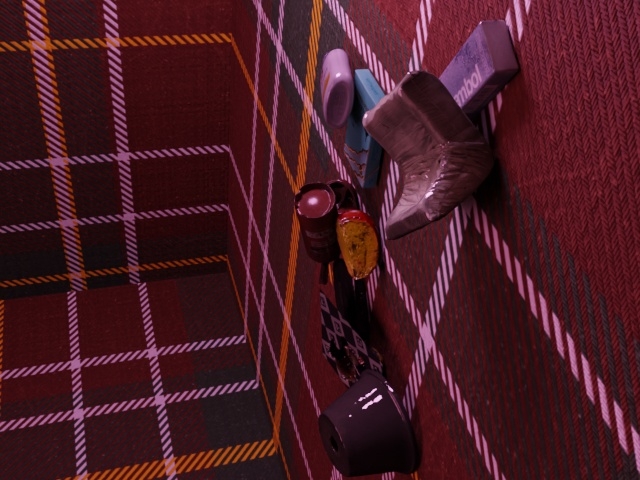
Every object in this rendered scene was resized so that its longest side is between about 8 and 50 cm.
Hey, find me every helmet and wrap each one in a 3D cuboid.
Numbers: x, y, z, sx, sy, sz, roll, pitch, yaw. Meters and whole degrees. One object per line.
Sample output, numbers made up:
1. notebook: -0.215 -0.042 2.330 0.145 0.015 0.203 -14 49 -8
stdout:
1. helmet: 0.062 -0.115 1.949 0.089 0.057 0.111 -14 108 33

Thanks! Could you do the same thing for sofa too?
1. sofa: 0.152 -0.143 1.288 0.225 0.176 0.210 53 162 -4

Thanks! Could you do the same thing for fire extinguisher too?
1. fire extinguisher: 0.000 0.000 1.951 0.337 0.106 0.147 77 -158 -59

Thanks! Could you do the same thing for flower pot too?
1. flower pot: 0.098 0.457 1.789 0.269 0.166 0.269 162 90 -72

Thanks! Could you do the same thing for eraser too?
1. eraser: 0.251 -0.266 1.242 0.212 0.046 0.092 126 135 -67

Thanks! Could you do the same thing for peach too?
1. peach: 0.097 0.006 1.821 0.127 0.092 0.172 106 146 -69

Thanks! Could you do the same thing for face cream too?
1. face cream: 0.038 -0.386 1.807 0.291 0.070 0.144 -93 10 -56

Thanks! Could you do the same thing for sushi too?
1. sushi: 0.096 0.295 1.954 0.294 0.059 0.292 51 155 38

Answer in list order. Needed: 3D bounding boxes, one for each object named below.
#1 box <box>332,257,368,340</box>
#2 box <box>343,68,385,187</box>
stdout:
1. box: 0.076 0.159 2.044 0.201 0.042 0.213 -165 68 -71
2. box: 0.106 -0.262 1.763 0.162 0.041 0.229 -112 22 -46
